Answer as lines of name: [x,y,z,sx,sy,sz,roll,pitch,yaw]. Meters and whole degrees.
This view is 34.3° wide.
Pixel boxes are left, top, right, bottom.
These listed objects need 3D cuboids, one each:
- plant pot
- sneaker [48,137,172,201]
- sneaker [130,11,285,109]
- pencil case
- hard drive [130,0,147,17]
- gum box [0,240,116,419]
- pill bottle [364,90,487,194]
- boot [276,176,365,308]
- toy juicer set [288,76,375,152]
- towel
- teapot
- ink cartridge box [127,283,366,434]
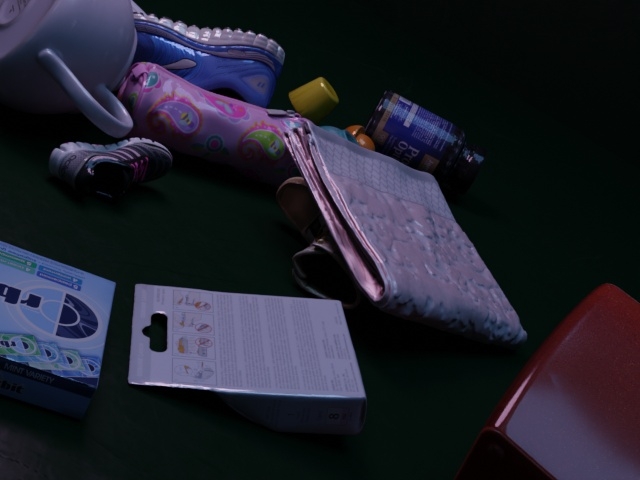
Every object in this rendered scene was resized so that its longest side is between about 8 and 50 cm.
plant pot: [0.244,0.242,0.931,0.236,0.267,0.267,-19,50,-44]
sneaker: [-0.248,-0.084,1.286,0.170,0.063,0.075,-5,39,-46]
sneaker: [-0.227,-0.255,1.580,0.330,0.147,0.130,9,-5,5]
pencil case: [-0.151,-0.164,1.494,0.284,0.124,0.124,16,25,-26]
hard drive: [-0.443,-0.396,1.749,0.353,0.047,0.233,5,32,-45]
gum box: [-0.275,0.071,0.945,0.157,0.041,0.184,22,22,-16]
pill bottle: [0.187,-0.175,1.901,0.219,0.122,0.123,28,22,-1]
boot: [0.000,0.000,1.365,0.213,0.077,0.165,42,25,12]
toy juicer set: [0.041,-0.099,1.627,0.209,0.089,0.329,45,19,-36]
towel: [0.121,-0.005,1.401,0.332,0.053,0.317,19,36,-47]
teapot: [-0.332,-0.257,1.375,0.253,0.256,0.187,-3,-31,41]
ink cartridge box: [-0.079,0.121,1.081,0.232,0.066,0.189,1,28,-8]
